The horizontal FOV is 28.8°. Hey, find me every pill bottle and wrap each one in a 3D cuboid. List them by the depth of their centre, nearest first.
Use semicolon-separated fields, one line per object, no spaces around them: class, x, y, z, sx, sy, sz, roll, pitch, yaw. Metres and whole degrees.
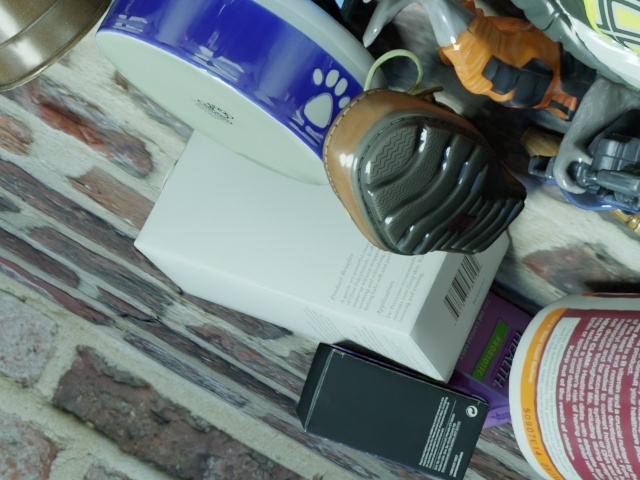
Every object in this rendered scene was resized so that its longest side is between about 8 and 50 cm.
pill bottle;0.400;0.167;1.252;0.224;0.224;0.392;39;158;-29

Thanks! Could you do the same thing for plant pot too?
plant pot;-0.323;-0.265;1.251;0.167;0.167;0.165;3;142;50

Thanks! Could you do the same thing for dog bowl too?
dog bowl;-0.074;-0.162;1.171;0.265;0.104;0.265;30;172;5

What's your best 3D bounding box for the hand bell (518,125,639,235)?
hand bell;0.284;-0.026;1.148;0.242;0.126;0.126;36;162;10

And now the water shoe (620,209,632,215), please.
water shoe;0.349;-0.011;1.062;0.203;0.080;0.073;31;-177;18

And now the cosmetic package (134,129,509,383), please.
cosmetic package;0.000;0.000;1.410;0.366;0.197;0.155;18;162;30

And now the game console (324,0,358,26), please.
game console;-0.019;-0.234;1.032;0.107;0.071;0.122;60;164;10

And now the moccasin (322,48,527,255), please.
moccasin;0.083;-0.075;1.105;0.147;0.139;0.380;44;-164;17

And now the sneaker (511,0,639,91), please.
sneaker;0.235;-0.153;0.730;0.384;0.145;0.147;46;156;18

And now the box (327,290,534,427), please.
box;0.163;0.136;1.646;0.243;0.117;0.213;30;160;-8

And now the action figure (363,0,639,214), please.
action figure;0.197;-0.120;0.903;0.330;0.178;0.341;26;-174;-7

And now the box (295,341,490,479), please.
box;0.075;0.196;1.460;0.184;0.103;0.261;22;176;-1
